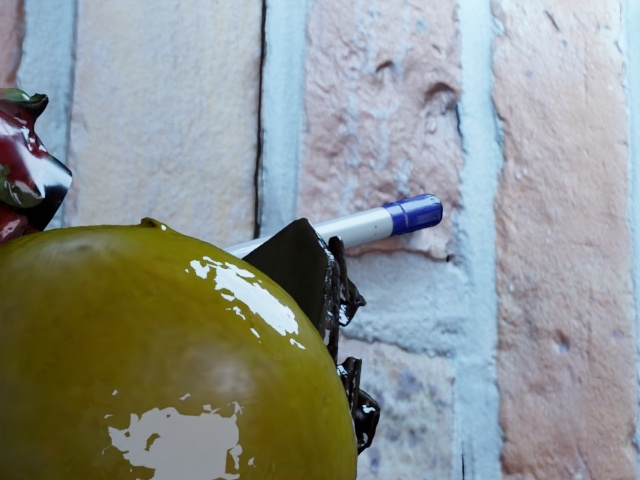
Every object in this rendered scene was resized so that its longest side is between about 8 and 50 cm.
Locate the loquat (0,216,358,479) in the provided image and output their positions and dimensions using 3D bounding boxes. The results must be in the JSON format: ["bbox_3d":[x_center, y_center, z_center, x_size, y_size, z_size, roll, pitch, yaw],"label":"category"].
[{"bbox_3d":[-0.130,0.131,1.003,0.328,0.328,0.359,44,38,-17],"label":"loquat"}]

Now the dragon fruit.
[{"bbox_3d":[-0.276,-0.056,1.061,0.172,0.160,0.166,35,79,-21],"label":"dragon fruit"}]

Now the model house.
[{"bbox_3d":[-0.003,0.100,1.208,0.164,0.141,0.203,34,61,-50],"label":"model house"}]

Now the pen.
[{"bbox_3d":[0.000,0.000,1.309,0.269,0.033,0.033,-16,85,-37],"label":"pen"}]
